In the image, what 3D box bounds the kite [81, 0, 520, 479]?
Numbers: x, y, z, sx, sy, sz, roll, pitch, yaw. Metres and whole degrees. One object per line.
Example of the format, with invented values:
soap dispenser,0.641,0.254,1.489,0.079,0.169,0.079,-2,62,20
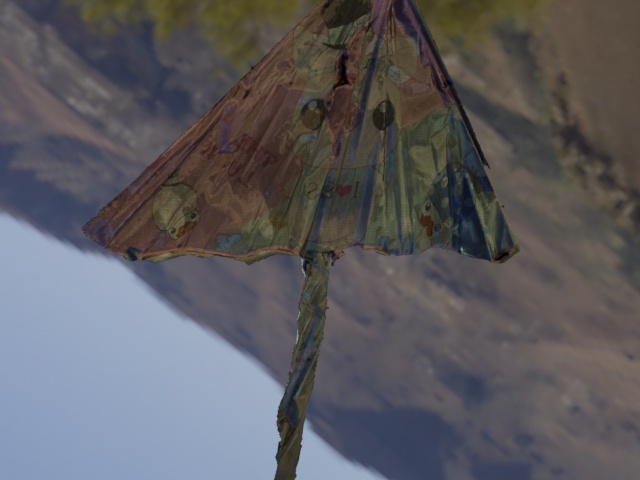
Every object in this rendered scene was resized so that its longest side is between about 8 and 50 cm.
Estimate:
kite,0.000,0.000,0.435,0.139,0.156,0.011,0,-162,-34
